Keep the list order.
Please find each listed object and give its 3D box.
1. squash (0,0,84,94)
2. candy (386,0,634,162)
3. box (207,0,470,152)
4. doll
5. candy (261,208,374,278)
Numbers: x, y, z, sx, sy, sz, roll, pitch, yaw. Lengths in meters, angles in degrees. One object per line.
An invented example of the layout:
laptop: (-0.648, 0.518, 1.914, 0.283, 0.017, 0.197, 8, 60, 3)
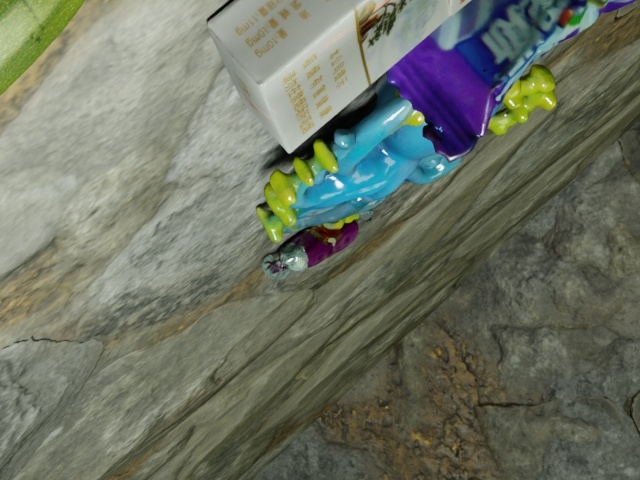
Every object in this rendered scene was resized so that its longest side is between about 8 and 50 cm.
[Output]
squash: (-0.175, -0.086, 0.617, 0.252, 0.066, 0.066, -42, 168, 2)
candy: (0.159, -0.193, 1.068, 0.275, 0.145, 0.070, -38, 173, -11)
box: (0.038, -0.176, 0.946, 0.233, 0.067, 0.149, -40, 168, -4)
doll: (0.068, -0.103, 1.286, 0.341, 0.099, 0.346, -34, 169, 34)
candy: (0.000, 0.000, 1.521, 0.175, 0.045, 0.043, -31, 131, -33)
